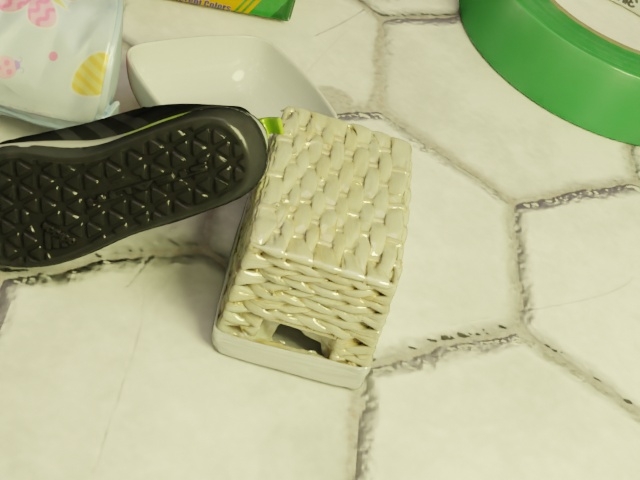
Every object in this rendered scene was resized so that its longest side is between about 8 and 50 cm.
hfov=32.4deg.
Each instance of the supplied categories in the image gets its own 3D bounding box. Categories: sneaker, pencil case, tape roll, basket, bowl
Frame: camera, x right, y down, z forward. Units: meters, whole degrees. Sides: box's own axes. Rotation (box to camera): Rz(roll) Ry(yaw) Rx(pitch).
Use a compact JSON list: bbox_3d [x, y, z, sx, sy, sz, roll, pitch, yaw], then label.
[{"bbox_3d":[-0.139,-0.043,0.744,0.235,0.084,0.097,-9,18,6],"label":"sneaker"},{"bbox_3d":[-0.278,-0.152,0.796,0.273,0.113,0.124,8,55,-15],"label":"pencil case"},{"bbox_3d":[0.307,-0.229,1.144,0.321,0.077,0.321,12,44,-12],"label":"tape roll"},{"bbox_3d":[0.000,0.000,0.768,0.113,0.103,0.167,16,44,-6],"label":"basket"},{"bbox_3d":[-0.074,-0.104,0.871,0.142,0.053,0.142,-13,48,-32],"label":"bowl"}]

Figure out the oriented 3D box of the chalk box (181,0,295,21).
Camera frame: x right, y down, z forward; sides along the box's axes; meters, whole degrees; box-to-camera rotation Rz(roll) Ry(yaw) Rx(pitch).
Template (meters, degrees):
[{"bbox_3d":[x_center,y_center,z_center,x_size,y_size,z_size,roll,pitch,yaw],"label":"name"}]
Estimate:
[{"bbox_3d":[-0.081,-0.372,0.967,0.179,0.289,0.180,8,45,-15],"label":"chalk box"}]
